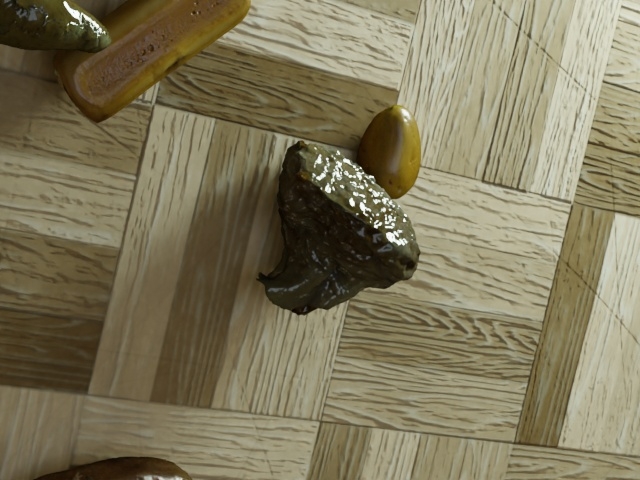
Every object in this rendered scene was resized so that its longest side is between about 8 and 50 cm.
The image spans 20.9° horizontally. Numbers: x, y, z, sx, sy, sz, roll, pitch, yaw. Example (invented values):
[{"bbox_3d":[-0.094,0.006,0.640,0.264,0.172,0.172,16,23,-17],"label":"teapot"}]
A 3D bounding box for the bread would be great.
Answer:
[{"bbox_3d":[-0.185,-0.221,1.859,0.239,0.074,0.092,-39,115,-23],"label":"bread"}]

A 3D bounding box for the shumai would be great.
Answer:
[{"bbox_3d":[0.000,0.000,2.019,0.175,0.166,0.206,-41,104,16],"label":"shumai"}]

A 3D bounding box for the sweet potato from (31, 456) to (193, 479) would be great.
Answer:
[{"bbox_3d":[-0.257,0.287,1.916,0.292,0.097,0.097,0,100,-32],"label":"sweet potato"}]

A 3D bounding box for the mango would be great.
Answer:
[{"bbox_3d":[0.086,-0.106,2.091,0.080,0.060,0.114,-8,102,-38],"label":"mango"}]

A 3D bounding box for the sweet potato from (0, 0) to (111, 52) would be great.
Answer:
[{"bbox_3d":[-0.337,-0.280,1.709,0.124,0.098,0.310,-41,110,-13],"label":"sweet potato"}]
